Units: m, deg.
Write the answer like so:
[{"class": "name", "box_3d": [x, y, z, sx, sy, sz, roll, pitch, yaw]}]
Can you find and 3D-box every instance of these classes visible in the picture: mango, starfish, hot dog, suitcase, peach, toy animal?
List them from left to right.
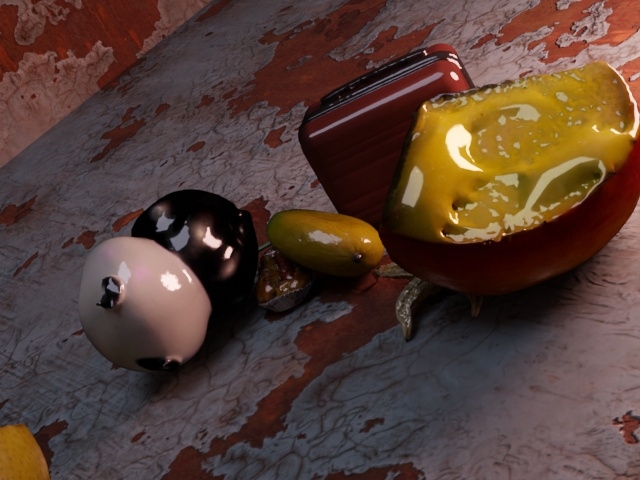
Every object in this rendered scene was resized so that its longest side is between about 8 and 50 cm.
[{"class": "toy animal", "box_3d": [-0.254, 0.072, 2.021, 0.250, 0.251, 0.310, -12, 30, 35]}, {"class": "hot dog", "box_3d": [-0.060, 0.053, 2.069, 0.108, 0.059, 0.191, -23, 24, 8]}, {"class": "mango", "box_3d": [-0.003, 0.001, 1.993, 0.237, 0.091, 0.137, 11, 10, 35]}, {"class": "suitcase", "box_3d": [0.131, -0.166, 2.037, 0.297, 0.236, 0.161, -24, 26, 15]}, {"class": "starfish", "box_3d": [0.155, 0.062, 1.826, 0.138, 0.050, 0.247, -31, 23, 5]}, {"class": "peach", "box_3d": [0.258, -0.061, 1.715, 0.380, 0.242, 0.306, -13, 50, -1]}]

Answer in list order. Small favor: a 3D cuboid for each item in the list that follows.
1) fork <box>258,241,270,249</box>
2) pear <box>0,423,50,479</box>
[{"class": "fork", "box_3d": [-0.136, 0.022, 2.243, 0.235, 0.021, 0.039, -32, 29, 1]}, {"class": "pear", "box_3d": [-0.514, 0.423, 1.687, 0.386, 0.191, 0.340, -31, -10, -46]}]
